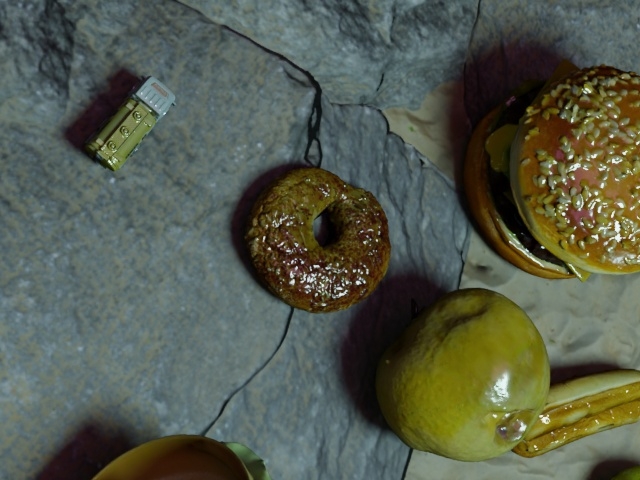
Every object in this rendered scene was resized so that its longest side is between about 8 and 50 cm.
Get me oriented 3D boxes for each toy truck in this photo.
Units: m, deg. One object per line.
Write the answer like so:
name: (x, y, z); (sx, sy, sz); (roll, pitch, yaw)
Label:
toy truck: (-0.217, -0.132, 1.310); (0.052, 0.063, 0.123); (41, 70, -12)

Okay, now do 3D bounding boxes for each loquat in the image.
loquat: (0.169, 0.163, 1.372); (0.213, 0.213, 0.213); (3, 82, -23)

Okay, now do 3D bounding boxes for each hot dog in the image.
hot dog: (0.326, 0.213, 1.485); (0.249, 0.102, 0.076); (-12, 47, -26)

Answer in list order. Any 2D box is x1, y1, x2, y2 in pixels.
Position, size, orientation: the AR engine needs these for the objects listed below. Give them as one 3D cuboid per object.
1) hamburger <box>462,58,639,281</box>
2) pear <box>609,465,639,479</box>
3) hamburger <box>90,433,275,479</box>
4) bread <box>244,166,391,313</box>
hamburger: (0.341, -0.084, 1.455); (0.290, 0.225, 0.291); (4, 79, -20)
pear: (0.419, 0.355, 1.496); (0.141, 0.104, 0.141); (-9, 104, -41)
hamburger: (-0.125, 0.351, 1.178); (0.274, 0.274, 0.212); (-51, 132, -20)
bread: (0.000, 0.000, 1.386); (0.193, 0.064, 0.193); (5, 78, -23)
